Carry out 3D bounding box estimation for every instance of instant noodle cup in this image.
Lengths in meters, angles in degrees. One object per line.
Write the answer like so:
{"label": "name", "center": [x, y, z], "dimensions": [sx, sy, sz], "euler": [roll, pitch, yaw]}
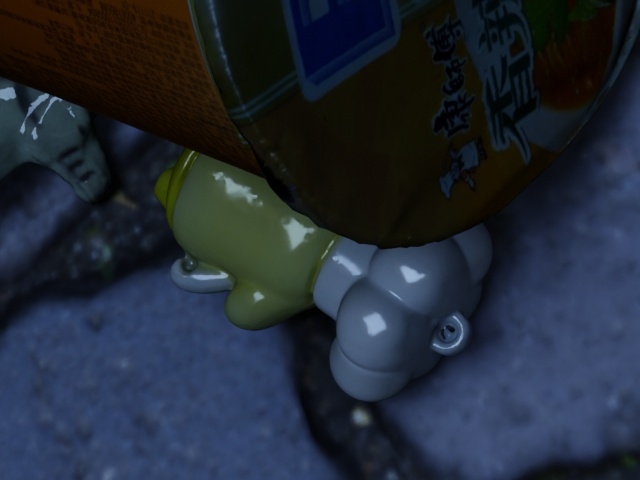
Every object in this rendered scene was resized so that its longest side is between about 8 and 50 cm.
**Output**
{"label": "instant noodle cup", "center": [-0.027, -0.156, 0.705], "dimensions": [0.214, 0.296, 0.296], "euler": [15, 87, 37]}

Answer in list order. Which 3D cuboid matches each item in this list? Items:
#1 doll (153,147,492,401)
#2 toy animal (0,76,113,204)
{"label": "doll", "center": [0.000, 0.000, 0.788], "dimensions": [0.162, 0.062, 0.106], "euler": [37, 96, 29]}
{"label": "toy animal", "center": [-0.211, -0.039, 0.898], "dimensions": [0.217, 0.073, 0.176], "euler": [26, 86, 33]}
